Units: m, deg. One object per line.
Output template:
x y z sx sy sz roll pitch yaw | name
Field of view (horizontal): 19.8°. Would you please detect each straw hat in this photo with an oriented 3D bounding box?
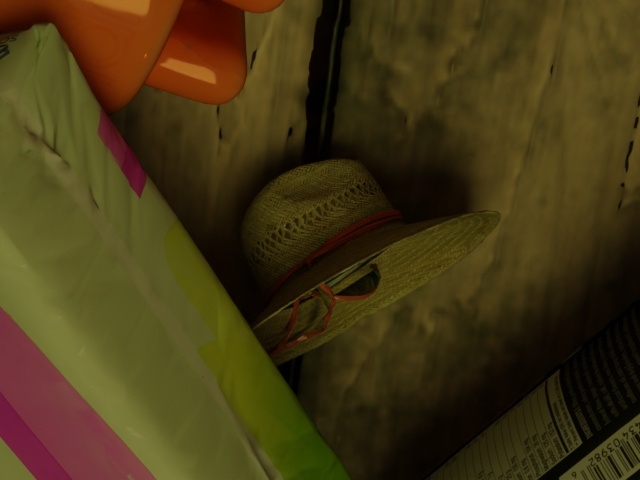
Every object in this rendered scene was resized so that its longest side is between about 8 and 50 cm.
0.000 0.000 0.787 0.144 0.144 0.061 -32 77 12 | straw hat

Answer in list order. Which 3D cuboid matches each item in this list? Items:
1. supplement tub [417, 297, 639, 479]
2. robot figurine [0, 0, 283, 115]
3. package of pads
0.153 0.140 0.808 0.316 0.193 0.193 -42 115 17 | supplement tub
-0.120 -0.126 0.673 0.219 0.128 0.158 19 159 -15 | robot figurine
-0.142 0.063 0.726 0.229 0.101 0.296 -7 134 27 | package of pads
